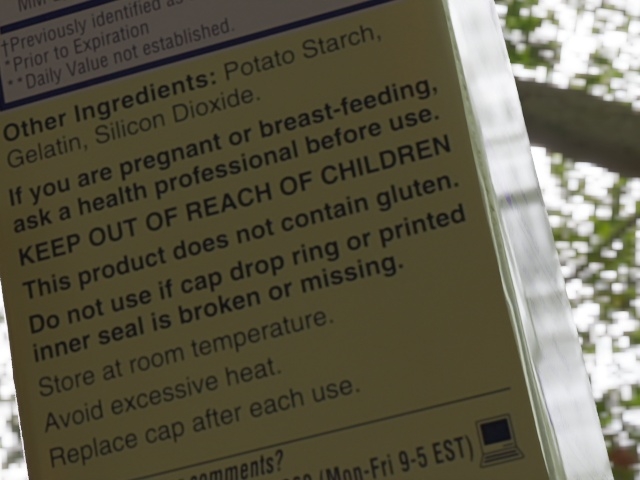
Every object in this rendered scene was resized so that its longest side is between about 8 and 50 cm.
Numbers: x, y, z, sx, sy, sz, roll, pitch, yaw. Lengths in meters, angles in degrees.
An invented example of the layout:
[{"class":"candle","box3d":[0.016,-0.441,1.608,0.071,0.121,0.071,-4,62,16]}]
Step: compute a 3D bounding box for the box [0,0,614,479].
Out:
[{"class":"box","box3d":[0.000,0.000,0.510,0.117,0.213,0.243,-14,-107,10]}]
